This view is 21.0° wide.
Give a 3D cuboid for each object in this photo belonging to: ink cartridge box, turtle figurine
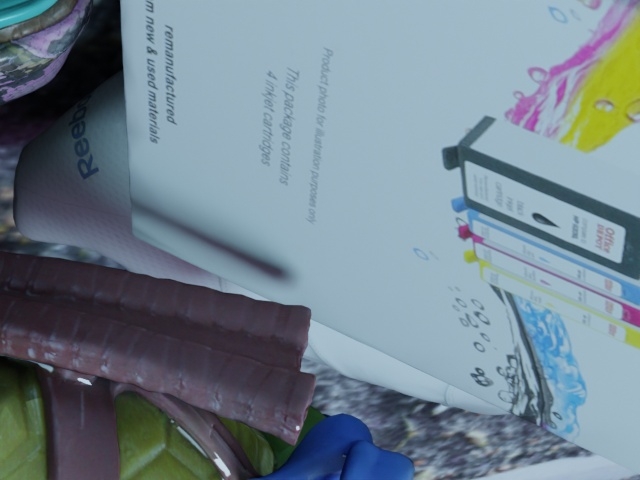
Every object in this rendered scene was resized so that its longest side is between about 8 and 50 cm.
[{"bbox_3d":[0.087,-0.061,0.472,0.233,0.171,0.168,24,145,13],"label":"ink cartridge box"},{"bbox_3d":[-0.137,0.094,0.516,0.266,0.197,0.275,12,173,-35],"label":"turtle figurine"}]

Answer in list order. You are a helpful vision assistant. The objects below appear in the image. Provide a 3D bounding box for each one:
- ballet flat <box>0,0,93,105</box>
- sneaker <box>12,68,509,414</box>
[{"bbox_3d":[-0.173,-0.046,0.490,0.221,0.077,0.079,-11,149,-20],"label":"ballet flat"},{"bbox_3d":[0.000,0.000,0.697,0.129,0.111,0.297,-19,146,28],"label":"sneaker"}]
